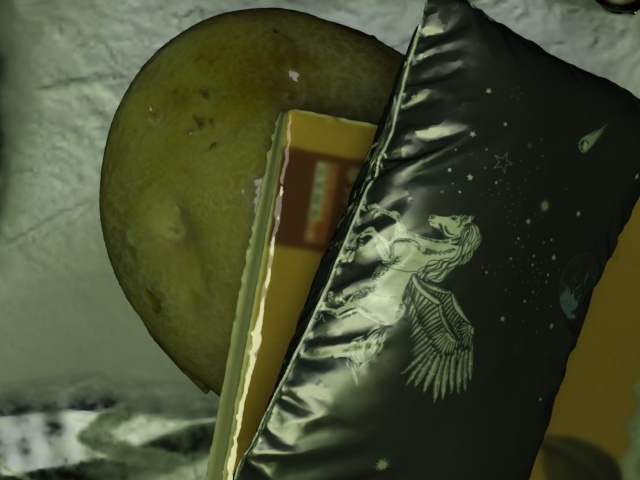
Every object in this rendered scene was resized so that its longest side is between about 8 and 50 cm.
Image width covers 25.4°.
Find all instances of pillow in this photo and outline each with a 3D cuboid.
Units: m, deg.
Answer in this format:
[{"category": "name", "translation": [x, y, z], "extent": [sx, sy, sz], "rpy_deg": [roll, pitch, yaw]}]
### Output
[{"category": "pillow", "translation": [0.056, 0.019, 0.560], "extent": [0.141, 0.055, 0.208], "rpy_deg": [24, 85, -33]}]

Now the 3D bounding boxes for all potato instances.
[{"category": "potato", "translation": [0.000, 0.000, 0.677], "extent": [0.178, 0.160, 0.235], "rpy_deg": [-23, 100, 28]}]

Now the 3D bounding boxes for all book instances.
[{"category": "book", "translation": [0.134, 0.105, 0.646], "extent": [0.389, 0.032, 0.268], "rpy_deg": [9, 92, -23]}]

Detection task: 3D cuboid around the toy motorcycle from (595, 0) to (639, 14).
[{"category": "toy motorcycle", "translation": [0.175, -0.195, 0.682], "extent": [0.298, 0.089, 0.171], "rpy_deg": [5, 98, 10]}]
